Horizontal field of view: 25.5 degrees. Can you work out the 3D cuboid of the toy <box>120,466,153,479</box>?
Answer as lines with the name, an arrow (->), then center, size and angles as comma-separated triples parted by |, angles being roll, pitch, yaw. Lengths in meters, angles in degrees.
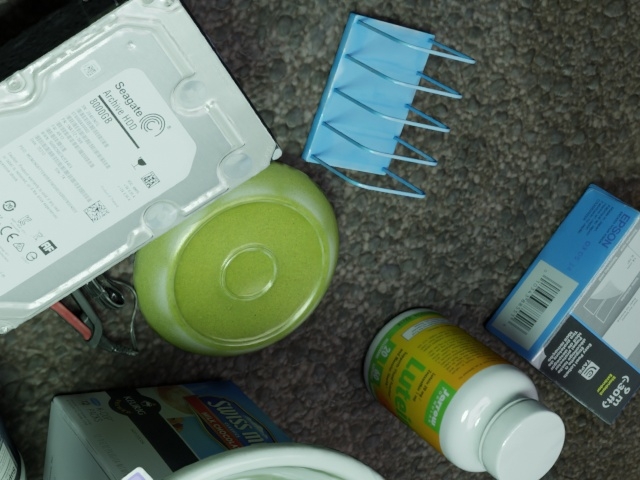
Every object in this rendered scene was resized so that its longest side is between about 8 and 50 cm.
toy -> -0.142, 0.314, 1.223 | 0.137, 0.056, 0.237 | -39, 125, -7

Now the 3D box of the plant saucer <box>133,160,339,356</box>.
plant saucer -> -0.082, 0.029, 1.535 | 0.241, 0.037, 0.241 | -12, 121, -21

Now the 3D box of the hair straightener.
hair straightener -> -0.243, 0.041, 1.440 | 0.089, 0.047, 0.230 | -45, 129, -8

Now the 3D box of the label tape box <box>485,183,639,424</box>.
label tape box -> 0.405, 0.111, 1.915 | 0.334, 0.106, 0.240 | 36, 90, -42

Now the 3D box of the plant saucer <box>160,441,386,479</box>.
plant saucer -> -0.097, 0.354, 1.364 | 0.400, 0.100, 0.400 | -13, 118, -25

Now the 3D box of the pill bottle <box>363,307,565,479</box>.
pill bottle -> 0.173, 0.190, 1.691 | 0.136, 0.246, 0.136 | -17, 122, -29

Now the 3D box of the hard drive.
hard drive -> -0.230, -0.074, 1.274 | 0.339, 0.064, 0.237 | -32, 133, 1

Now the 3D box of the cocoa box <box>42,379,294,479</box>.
cocoa box -> -0.166, 0.359, 1.537 | 0.228, 0.231, 0.347 | -3, 113, -32

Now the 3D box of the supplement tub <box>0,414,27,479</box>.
supplement tub -> -0.390, 0.199, 1.321 | 0.191, 0.191, 0.272 | -30, 128, -20

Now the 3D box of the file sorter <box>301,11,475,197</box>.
file sorter -> 0.077, -0.143, 1.541 | 0.118, 0.104, 0.170 | 8, 109, -38
